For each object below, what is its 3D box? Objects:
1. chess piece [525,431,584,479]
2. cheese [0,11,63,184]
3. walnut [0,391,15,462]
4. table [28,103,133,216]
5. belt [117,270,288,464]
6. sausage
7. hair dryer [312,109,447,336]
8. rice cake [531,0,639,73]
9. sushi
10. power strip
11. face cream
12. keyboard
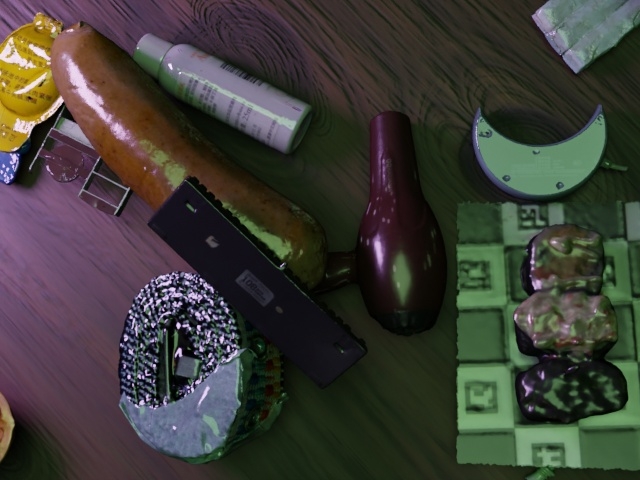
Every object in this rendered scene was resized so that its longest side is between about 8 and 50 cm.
[{"bbox_3d":[0.315,0.305,1.583,0.042,0.042,0.093,43,94,8],"label":"chess piece"},{"bbox_3d":[-0.433,-0.206,1.681,0.156,0.064,0.250,25,96,27],"label":"cheese"},{"bbox_3d":[-0.520,0.274,1.632,0.211,0.087,0.167,-6,77,3],"label":"walnut"},{"bbox_3d":[-0.310,-0.137,1.669,0.146,0.062,0.175,26,86,7],"label":"table"},{"bbox_3d":[-0.160,0.172,1.567,0.207,0.150,0.258,-7,82,26],"label":"belt"},{"bbox_3d":[-0.192,-0.102,1.563,0.501,0.123,0.136,41,95,10],"label":"sausage"},{"bbox_3d":[0.000,0.000,1.626,0.340,0.123,0.313,-13,72,14],"label":"hair dryer"},{"bbox_3d":[0.408,-0.341,1.639,0.211,0.038,0.124,-35,82,0],"label":"rice cake"},{"bbox_3d":[0.330,0.113,1.546,0.296,0.100,0.373,1,77,5],"label":"sushi"},{"bbox_3d":[0.320,-0.124,1.622,0.215,0.044,0.137,1,85,5],"label":"power strip"},{"bbox_3d":[-0.144,-0.215,1.653,0.269,0.082,0.082,28,87,6],"label":"face cream"},{"bbox_3d":[-0.077,0.052,1.477,0.317,0.027,0.106,45,120,-4],"label":"keyboard"}]
